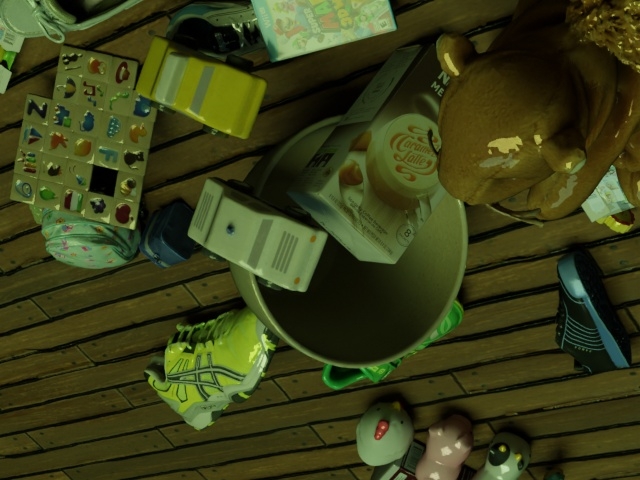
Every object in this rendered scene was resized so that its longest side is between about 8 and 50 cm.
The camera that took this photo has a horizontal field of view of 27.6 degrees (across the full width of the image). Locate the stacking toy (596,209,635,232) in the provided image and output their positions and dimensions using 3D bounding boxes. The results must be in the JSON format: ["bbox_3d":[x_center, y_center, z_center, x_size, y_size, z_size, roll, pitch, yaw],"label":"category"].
[{"bbox_3d":[0.337,-0.114,1.673,0.221,0.052,0.167,25,138,-1],"label":"stacking toy"}]

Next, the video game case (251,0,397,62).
[{"bbox_3d":[0.000,-0.296,1.607,0.166,0.015,0.119,-13,111,14],"label":"video game case"}]

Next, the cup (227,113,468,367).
[{"bbox_3d":[0.000,0.000,1.783,0.331,0.331,0.237,44,161,-21],"label":"cup"}]

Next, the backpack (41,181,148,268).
[{"bbox_3d":[-0.350,-0.019,1.975,0.152,0.115,0.182,-11,162,6],"label":"backpack"}]

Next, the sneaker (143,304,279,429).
[{"bbox_3d":[-0.178,0.193,2.154,0.147,0.145,0.384,33,136,-11],"label":"sneaker"}]

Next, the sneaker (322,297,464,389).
[{"bbox_3d":[0.110,0.158,2.001,0.109,0.123,0.295,39,136,-16],"label":"sneaker"}]

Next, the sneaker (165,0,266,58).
[{"bbox_3d":[-0.090,-0.273,1.678,0.237,0.086,0.085,-3,130,25],"label":"sneaker"}]

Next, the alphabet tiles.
[{"bbox_3d":[-0.336,-0.152,1.864,0.198,0.009,0.237,14,99,12],"label":"alphabet tiles"}]

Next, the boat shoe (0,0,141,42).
[{"bbox_3d":[-0.313,-0.333,1.701,0.320,0.103,0.118,-11,128,32],"label":"boat shoe"}]

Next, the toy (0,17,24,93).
[{"bbox_3d":[-0.541,-0.315,1.859,0.237,0.056,0.137,26,135,-10],"label":"toy"}]

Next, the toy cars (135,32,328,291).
[{"bbox_3d":[-0.128,-0.103,1.582,0.176,0.393,0.087,-31,161,28],"label":"toy cars"}]

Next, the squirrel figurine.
[{"bbox_3d":[0.277,-0.193,1.348,0.281,0.370,0.397,51,127,15],"label":"squirrel figurine"}]

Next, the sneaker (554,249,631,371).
[{"bbox_3d":[0.370,0.111,1.867,0.090,0.081,0.232,-14,128,26],"label":"sneaker"}]

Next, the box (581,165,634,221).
[{"bbox_3d":[0.381,-0.113,1.590,0.186,0.038,0.145,-21,114,39],"label":"box"}]

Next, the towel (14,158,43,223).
[{"bbox_3d":[-0.424,-0.073,2.077,0.110,0.027,0.148,6,137,20],"label":"towel"}]

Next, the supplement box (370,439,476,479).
[{"bbox_3d":[0.217,0.449,2.292,0.239,0.073,0.130,29,138,-4],"label":"supplement box"}]

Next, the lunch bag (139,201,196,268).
[{"bbox_3d":[-0.235,-0.004,2.009,0.065,0.098,0.067,-19,128,41],"label":"lunch bag"}]

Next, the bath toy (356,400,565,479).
[{"bbox_3d":[0.224,0.358,2.151,0.348,0.151,0.129,23,164,11],"label":"bath toy"}]

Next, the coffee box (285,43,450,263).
[{"bbox_3d":[0.094,-0.110,1.631,0.141,0.246,0.098,42,164,-21],"label":"coffee box"}]
